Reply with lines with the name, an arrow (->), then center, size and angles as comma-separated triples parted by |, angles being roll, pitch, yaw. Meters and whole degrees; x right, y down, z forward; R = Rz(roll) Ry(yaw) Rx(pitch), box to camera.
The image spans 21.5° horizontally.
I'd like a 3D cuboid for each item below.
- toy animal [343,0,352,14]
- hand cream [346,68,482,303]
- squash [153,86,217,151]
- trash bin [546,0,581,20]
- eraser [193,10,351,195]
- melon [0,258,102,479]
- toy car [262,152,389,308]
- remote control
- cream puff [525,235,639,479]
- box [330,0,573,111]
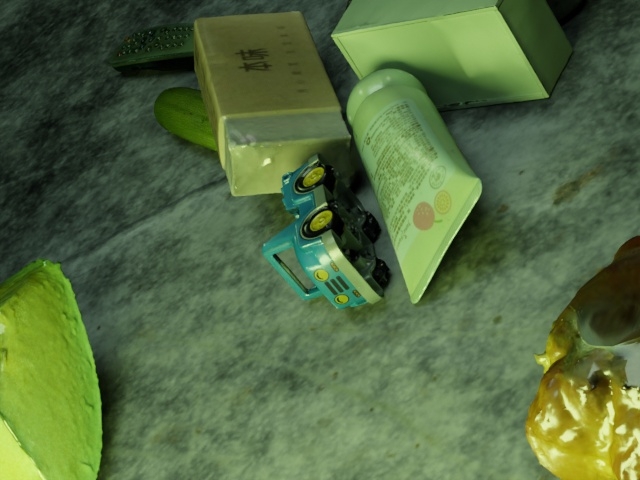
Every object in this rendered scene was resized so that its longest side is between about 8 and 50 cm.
toy animal -> 0.091, -0.411, 2.148 | 0.272, 0.160, 0.197 | -33, 30, -8
hand cream -> 0.095, -0.077, 1.745 | 0.147, 0.093, 0.306 | -61, 24, 26
squash -> -0.139, -0.148, 2.084 | 0.066, 0.066, 0.252 | -46, 34, -14
trash bin -> 0.219, -0.323, 1.880 | 0.175, 0.161, 0.175 | -25, 32, 17
eraser -> -0.061, -0.165, 1.963 | 0.144, 0.078, 0.343 | -5, 31, -9
melon -> -0.419, 0.201, 1.751 | 0.343, 0.226, 0.331 | -24, 64, 23
toy car -> 0.000, 0.000, 1.738 | 0.100, 0.097, 0.191 | -32, 32, 14
remote control -> -0.210, -0.265, 2.322 | 0.222, 0.042, 0.072 | 2, 49, 46
cream puff -> 0.280, 0.096, 1.300 | 0.269, 0.155, 0.241 | -32, 33, 3
box -> 0.144, -0.219, 1.849 | 0.225, 0.129, 0.086 | -3, 45, 41
